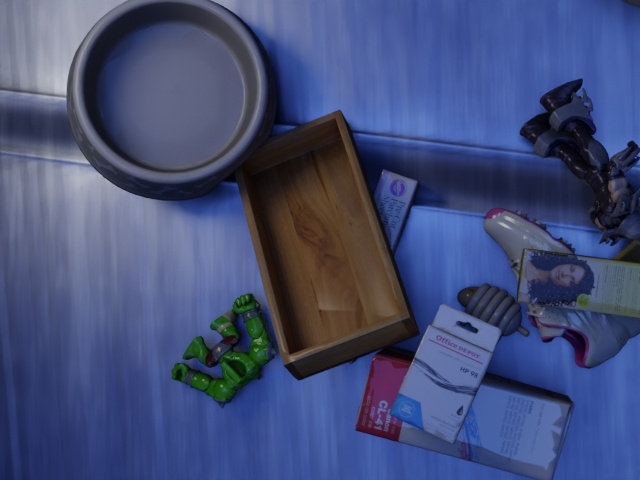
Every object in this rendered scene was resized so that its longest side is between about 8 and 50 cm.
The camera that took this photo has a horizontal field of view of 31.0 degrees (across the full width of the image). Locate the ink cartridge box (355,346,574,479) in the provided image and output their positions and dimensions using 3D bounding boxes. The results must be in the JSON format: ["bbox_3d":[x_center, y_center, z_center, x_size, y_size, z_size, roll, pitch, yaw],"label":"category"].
[{"bbox_3d":[0.225,0.266,1.804,0.306,0.226,0.131,16,89,11],"label":"ink cartridge box"}]

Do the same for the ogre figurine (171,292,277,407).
[{"bbox_3d":[-0.155,0.195,1.936,0.197,0.097,0.118,-39,71,-5],"label":"ogre figurine"}]

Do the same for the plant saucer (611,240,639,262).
[{"bbox_3d":[0.646,0.069,1.741,0.333,0.081,0.332,49,138,11],"label":"plant saucer"}]

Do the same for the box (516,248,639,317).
[{"bbox_3d":[0.419,0.067,1.755,0.232,0.058,0.087,6,92,6],"label":"box"}]

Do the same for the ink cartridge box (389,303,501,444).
[{"bbox_3d":[0.182,0.190,1.671,0.104,0.060,0.180,24,89,10],"label":"ink cartridge box"}]

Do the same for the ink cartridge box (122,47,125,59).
[{"bbox_3d":[-0.320,-0.269,1.963,0.062,0.109,0.209,8,89,-18],"label":"ink cartridge box"}]

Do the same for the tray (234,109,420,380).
[{"bbox_3d":[0.000,0.000,1.838,0.203,0.076,0.410,-22,56,8],"label":"tray"}]

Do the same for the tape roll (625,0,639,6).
[{"bbox_3d":[0.545,-0.498,1.806,0.246,0.169,0.246,0,87,9],"label":"tape roll"}]

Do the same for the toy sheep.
[{"bbox_3d":[0.280,0.119,1.871,0.132,0.091,0.091,33,93,13],"label":"toy sheep"}]

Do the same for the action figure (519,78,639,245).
[{"bbox_3d":[0.433,-0.110,1.800,0.099,0.185,0.285,-19,63,-22],"label":"action figure"}]

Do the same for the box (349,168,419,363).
[{"bbox_3d":[0.080,0.044,1.916,0.067,0.063,0.324,21,91,8],"label":"box"}]

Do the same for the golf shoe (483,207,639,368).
[{"bbox_3d":[0.364,0.075,1.835,0.306,0.115,0.140,41,83,9],"label":"golf shoe"}]

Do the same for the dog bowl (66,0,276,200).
[{"bbox_3d":[-0.239,-0.239,1.860,0.349,0.102,0.348,0,87,-5],"label":"dog bowl"}]
